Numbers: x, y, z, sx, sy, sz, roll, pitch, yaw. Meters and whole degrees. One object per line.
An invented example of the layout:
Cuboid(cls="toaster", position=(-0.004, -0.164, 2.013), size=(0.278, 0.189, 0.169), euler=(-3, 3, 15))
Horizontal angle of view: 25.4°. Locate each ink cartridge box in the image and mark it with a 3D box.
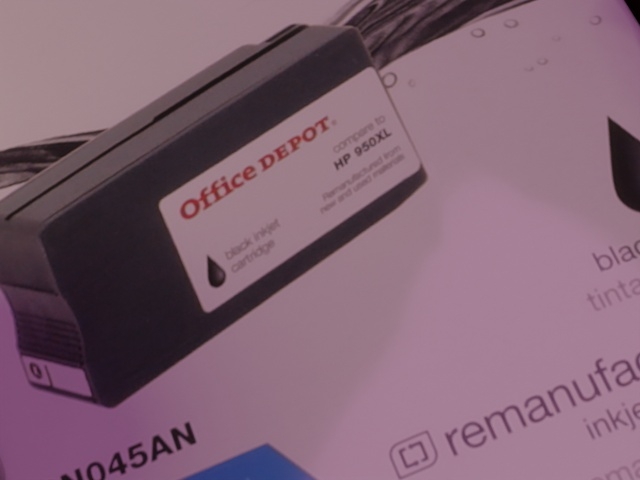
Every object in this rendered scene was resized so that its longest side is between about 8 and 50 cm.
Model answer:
Cuboid(cls="ink cartridge box", position=(0.000, 0.000, 0.594), size=(0.286, 0.166, 0.395), euler=(-23, 62, -2))
